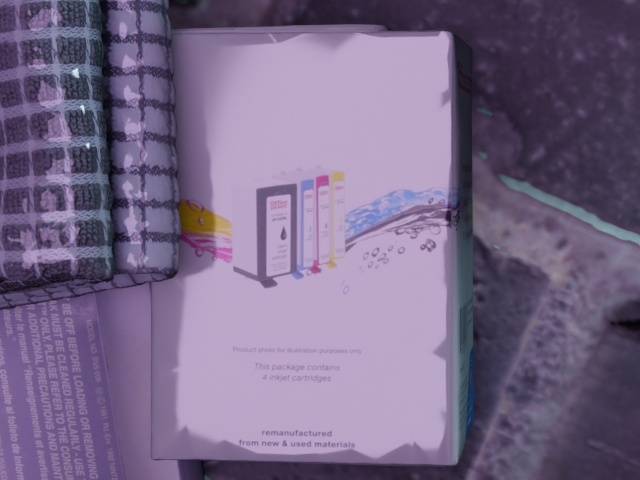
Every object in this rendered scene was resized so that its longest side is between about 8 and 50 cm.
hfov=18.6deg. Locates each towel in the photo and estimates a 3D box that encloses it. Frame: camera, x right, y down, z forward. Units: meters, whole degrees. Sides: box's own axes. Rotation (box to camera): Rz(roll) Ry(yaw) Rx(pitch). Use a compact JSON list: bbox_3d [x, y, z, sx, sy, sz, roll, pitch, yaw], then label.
[{"bbox_3d":[-0.209,-0.077,1.045,0.283,0.121,0.235,-9,85,37],"label":"towel"}]

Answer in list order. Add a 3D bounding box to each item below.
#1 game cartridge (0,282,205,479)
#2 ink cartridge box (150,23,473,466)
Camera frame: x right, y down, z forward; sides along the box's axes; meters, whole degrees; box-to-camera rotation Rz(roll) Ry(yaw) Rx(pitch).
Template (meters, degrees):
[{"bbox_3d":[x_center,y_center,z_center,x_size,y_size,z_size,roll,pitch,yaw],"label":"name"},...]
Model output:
[{"bbox_3d":[-0.192,0.099,1.189,0.230,0.068,0.355,-9,90,4],"label":"game cartridge"},{"bbox_3d":[0.000,0.000,1.102,0.168,0.171,0.233,0,91,8],"label":"ink cartridge box"}]
